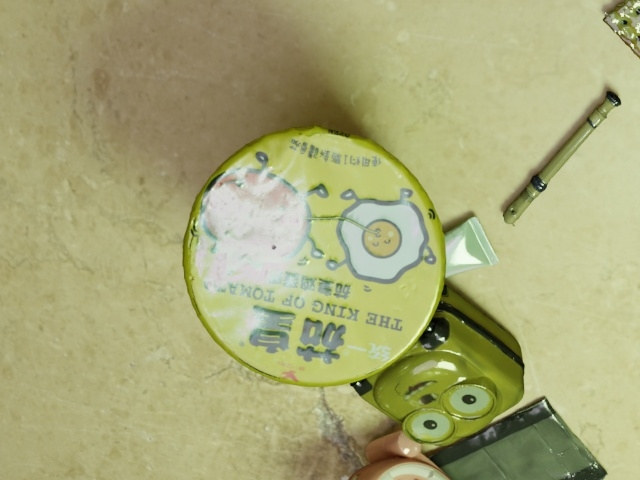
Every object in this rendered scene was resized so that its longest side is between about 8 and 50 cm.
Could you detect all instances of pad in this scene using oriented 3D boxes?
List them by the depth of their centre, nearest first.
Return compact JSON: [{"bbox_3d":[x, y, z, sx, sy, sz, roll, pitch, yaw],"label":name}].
[{"bbox_3d":[0.301,0.352,1.861,0.233,0.022,0.174,-34,105,26],"label":"pad"}]

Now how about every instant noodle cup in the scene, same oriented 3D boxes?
[{"bbox_3d":[0.000,0.000,1.566,0.325,0.254,0.326,1,102,4],"label":"instant noodle cup"}]

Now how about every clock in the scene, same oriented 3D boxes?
[{"bbox_3d":[0.114,0.449,1.825,0.227,0.241,0.142,45,140,-9],"label":"clock"}]

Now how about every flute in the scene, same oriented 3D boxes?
[{"bbox_3d":[0.317,-0.106,1.595,0.027,0.027,0.233,34,122,-6],"label":"flute"}]

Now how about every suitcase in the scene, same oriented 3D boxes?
[{"bbox_3d":[0.163,0.184,1.711,0.235,0.143,0.194,37,123,-22],"label":"suitcase"}]

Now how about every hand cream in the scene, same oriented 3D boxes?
[{"bbox_3d":[0.146,0.036,1.707,0.204,0.050,0.078,-23,105,20],"label":"hand cream"}]

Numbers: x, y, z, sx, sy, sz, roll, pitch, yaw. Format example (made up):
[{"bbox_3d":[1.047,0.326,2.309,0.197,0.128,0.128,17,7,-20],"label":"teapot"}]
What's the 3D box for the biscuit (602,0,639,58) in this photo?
[{"bbox_3d":[0.475,-0.298,1.451,0.139,0.016,0.231,43,120,-12],"label":"biscuit"}]
